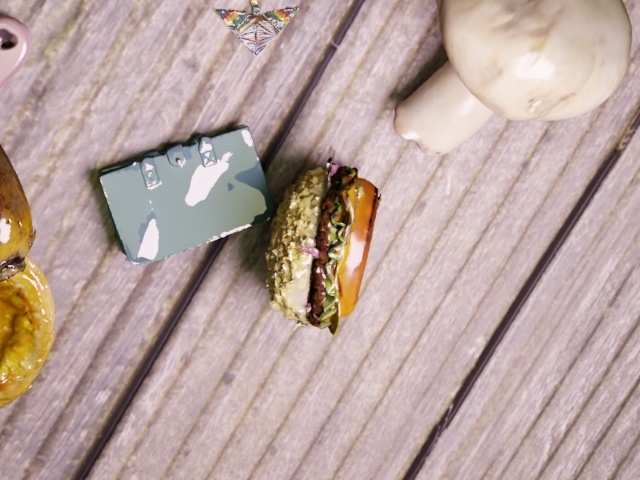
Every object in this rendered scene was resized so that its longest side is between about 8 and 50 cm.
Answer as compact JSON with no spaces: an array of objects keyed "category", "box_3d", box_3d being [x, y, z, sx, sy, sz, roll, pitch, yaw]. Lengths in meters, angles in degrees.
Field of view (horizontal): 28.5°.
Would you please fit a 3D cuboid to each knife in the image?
[{"category":"knife","box_3d":[-0.489,-0.150,1.612,0.081,0.043,0.336,37,95,-16]}]

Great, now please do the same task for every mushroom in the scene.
[{"category":"mushroom","box_3d":[0.243,-0.261,1.734,0.314,0.314,0.336,34,124,-25]}]

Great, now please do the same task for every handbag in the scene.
[{"category":"handbag","box_3d":[-0.184,-0.065,1.741,0.221,0.057,0.144,-20,106,-11]}]

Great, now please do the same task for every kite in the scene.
[{"category":"kite","box_3d":[-0.086,-0.297,1.721,0.122,0.004,0.090,-9,110,-16]}]

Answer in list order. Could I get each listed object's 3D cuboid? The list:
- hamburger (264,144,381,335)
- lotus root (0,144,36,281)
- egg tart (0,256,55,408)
[{"category":"hamburger","box_3d":[0.000,0.000,1.726,0.138,0.243,0.262,12,98,2]},{"category":"lotus root","box_3d":[-0.484,-0.109,1.501,0.179,0.196,0.397,-34,85,-9]},{"category":"egg tart","box_3d":[-0.493,0.099,1.651,0.294,0.116,0.295,-7,110,-20]}]
